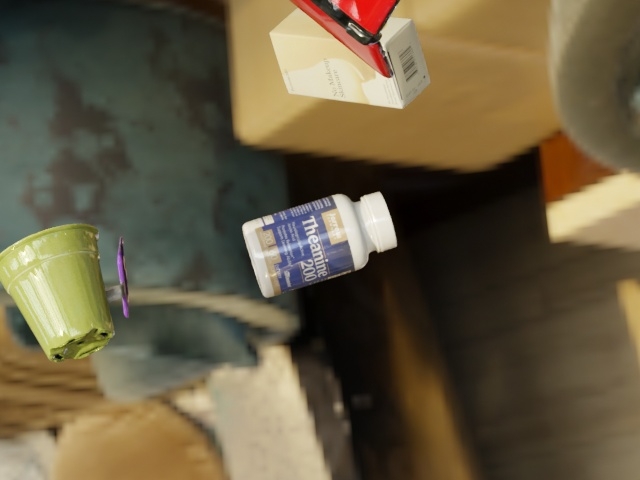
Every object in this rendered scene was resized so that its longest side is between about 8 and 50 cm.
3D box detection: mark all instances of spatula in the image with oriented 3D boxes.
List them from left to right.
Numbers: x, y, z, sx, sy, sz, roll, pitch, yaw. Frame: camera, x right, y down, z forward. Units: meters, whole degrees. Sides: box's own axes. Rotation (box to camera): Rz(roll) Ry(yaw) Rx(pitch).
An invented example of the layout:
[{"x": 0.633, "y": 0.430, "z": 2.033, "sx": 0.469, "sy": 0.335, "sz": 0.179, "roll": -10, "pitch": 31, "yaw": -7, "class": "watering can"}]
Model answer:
[{"x": -0.257, "y": 0.074, "z": 2.279, "sx": 0.030, "sy": 0.084, "sz": 0.296, "roll": -2, "pitch": -163, "yaw": 13, "class": "spatula"}]

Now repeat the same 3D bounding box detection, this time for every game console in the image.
[{"x": 0.008, "y": -0.191, "z": 1.295, "sx": 0.124, "sy": 0.144, "sz": 0.085, "roll": -58, "pitch": 162, "yaw": 25, "class": "game console"}]

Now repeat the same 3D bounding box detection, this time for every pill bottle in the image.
[{"x": 0.000, "y": 0.000, "z": 1.656, "sx": 0.120, "sy": 0.067, "sz": 0.067, "roll": -17, "pitch": 166, "yaw": -4, "class": "pill bottle"}]

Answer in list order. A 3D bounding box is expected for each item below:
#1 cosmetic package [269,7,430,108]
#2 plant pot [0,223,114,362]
[{"x": 0.022, "y": -0.140, "z": 1.514, "sx": 0.115, "sy": 0.060, "sz": 0.041, "roll": 9, "pitch": -139, "yaw": 40, "class": "cosmetic package"}, {"x": -0.184, "y": 0.042, "z": 1.422, "sx": 0.083, "sy": 0.079, "sz": 0.083, "roll": -22, "pitch": 161, "yaw": -8, "class": "plant pot"}]
